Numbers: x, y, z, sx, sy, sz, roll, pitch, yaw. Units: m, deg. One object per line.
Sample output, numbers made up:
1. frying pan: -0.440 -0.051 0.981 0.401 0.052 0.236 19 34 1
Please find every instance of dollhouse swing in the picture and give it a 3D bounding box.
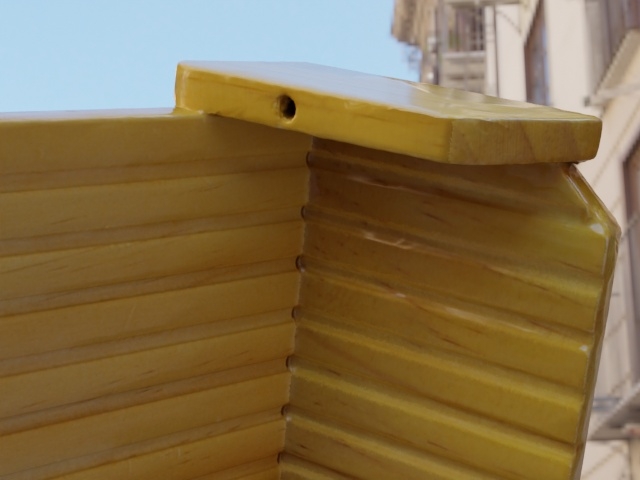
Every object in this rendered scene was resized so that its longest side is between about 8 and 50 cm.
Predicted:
1. dollhouse swing: -0.036 0.083 0.754 0.315 0.347 0.305 15 16 30
